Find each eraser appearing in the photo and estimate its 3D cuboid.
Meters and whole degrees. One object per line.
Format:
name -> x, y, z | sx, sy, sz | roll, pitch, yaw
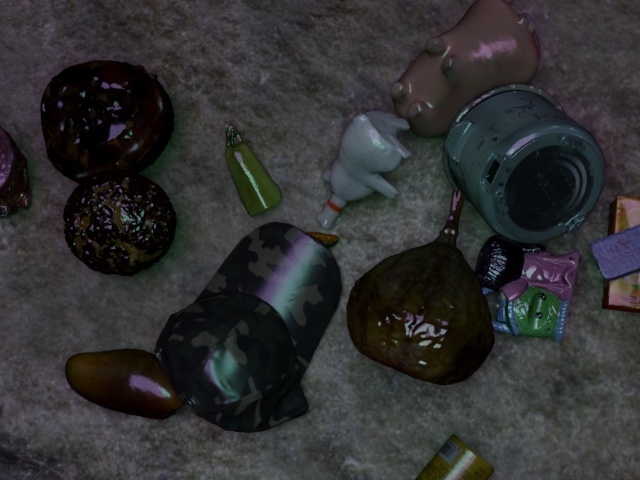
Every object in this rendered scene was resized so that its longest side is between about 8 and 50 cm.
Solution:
eraser -> 0.632, 0.006, 1.487 | 0.224, 0.036, 0.082 | -20, 74, 4

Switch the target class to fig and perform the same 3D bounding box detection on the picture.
fig -> 0.202, 0.074, 1.470 | 0.286, 0.286, 0.369 | 11, 86, 11

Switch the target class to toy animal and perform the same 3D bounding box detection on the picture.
toy animal -> 0.306, -0.346, 1.611 | 0.326, 0.269, 0.237 | -41, 70, 31
toy animal -> 0.088, -0.145, 1.620 | 0.138, 0.282, 0.141 | 9, 48, -15

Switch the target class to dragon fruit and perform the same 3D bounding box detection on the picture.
dragon fruit -> -0.768, -0.145, 1.777 | 0.211, 0.147, 0.282 | -32, 77, -9

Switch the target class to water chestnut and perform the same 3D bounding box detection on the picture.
water chestnut -> -0.473, -0.266, 1.680 | 0.299, 0.300, 0.300 | -2, 77, 9

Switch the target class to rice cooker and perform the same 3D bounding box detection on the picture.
rice cooker -> 0.384, -0.151, 1.502 | 0.316, 0.316, 0.264 | 24, 115, 14

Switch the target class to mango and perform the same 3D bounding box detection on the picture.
mango -> -0.401, 0.290, 1.619 | 0.267, 0.111, 0.133 | 13, 95, 10

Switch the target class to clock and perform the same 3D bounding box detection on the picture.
clock -> 0.400, 0.094, 1.546 | 0.195, 0.100, 0.194 | 15, 81, 13

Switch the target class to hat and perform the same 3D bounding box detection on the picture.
hat -> -0.141, 0.154, 1.572 | 0.366, 0.257, 0.382 | 27, 101, 12

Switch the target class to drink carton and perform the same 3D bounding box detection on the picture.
drink carton -> 0.618, 0.030, 1.540 | 0.096, 0.071, 0.223 | 6, 79, 10

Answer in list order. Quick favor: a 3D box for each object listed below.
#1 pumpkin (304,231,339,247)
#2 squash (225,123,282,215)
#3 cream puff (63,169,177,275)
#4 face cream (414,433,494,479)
pumpkin -> -0.001, 0.001, 1.661 | 0.083, 0.050, 0.028 | 17, 115, 24
squash -> -0.162, -0.159, 1.709 | 0.090, 0.075, 0.200 | -23, 96, 22
cream puff -> -0.420, -0.028, 1.630 | 0.238, 0.239, 0.165 | -14, 38, 6
face cream -> 0.180, 0.534, 1.473 | 0.105, 0.105, 0.349 | 39, 85, 15
